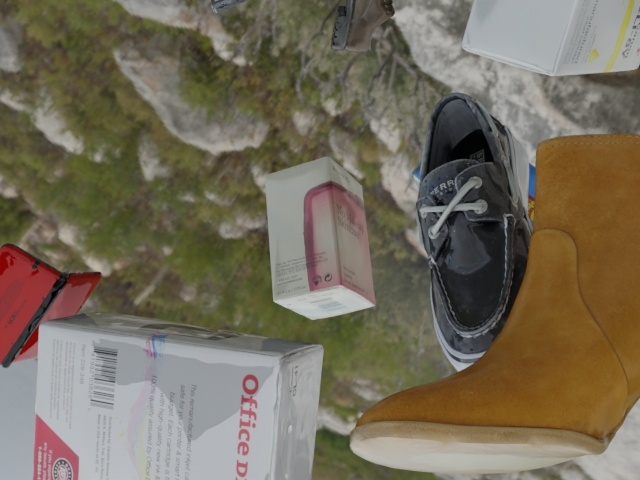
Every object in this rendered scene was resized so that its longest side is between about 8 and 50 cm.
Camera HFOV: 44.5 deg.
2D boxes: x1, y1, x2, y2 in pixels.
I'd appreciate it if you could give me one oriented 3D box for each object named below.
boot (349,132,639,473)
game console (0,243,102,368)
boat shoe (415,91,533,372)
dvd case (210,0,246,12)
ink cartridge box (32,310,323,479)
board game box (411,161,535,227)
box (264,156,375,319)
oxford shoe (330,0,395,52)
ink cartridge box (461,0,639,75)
[{"bbox_3d":[0.150,0.032,0.495,0.295,0.211,0.104,1,157,-15],"label":"boot"},{"bbox_3d":[-0.365,0.078,0.972,0.124,0.144,0.085,34,-170,-16],"label":"game console"},{"bbox_3d":[0.126,-0.020,0.654,0.108,0.301,0.102,-25,124,31],"label":"boat shoe"},{"bbox_3d":[-0.083,-0.413,1.042,0.164,0.221,0.018,-19,149,9],"label":"dvd case"},{"bbox_3d":[-0.165,0.211,0.891,0.306,0.226,0.131,6,-177,20],"label":"ink cartridge box"},{"bbox_3d":[0.268,0.020,0.920,0.308,0.086,0.302,40,180,17],"label":"board game box"},{"bbox_3d":[0.000,0.000,1.327,0.126,0.233,0.148,-15,157,23],"label":"box"},{"bbox_3d":[0.086,-0.424,1.325,0.096,0.083,0.227,10,133,-6],"label":"oxford shoe"},{"bbox_3d":[0.411,-0.415,1.224,0.160,0.384,0.279,26,116,31],"label":"ink cartridge box"}]
